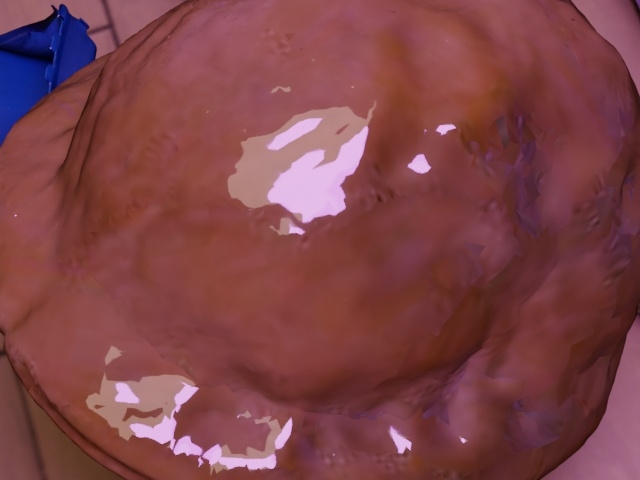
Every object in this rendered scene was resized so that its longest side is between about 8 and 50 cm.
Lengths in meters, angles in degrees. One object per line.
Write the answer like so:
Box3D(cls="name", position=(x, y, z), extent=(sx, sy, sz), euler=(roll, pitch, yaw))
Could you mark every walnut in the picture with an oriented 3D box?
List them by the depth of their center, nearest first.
Box3D(cls="walnut", position=(0.013, -0.008, 0.795), extent=(0.383, 0.383, 0.384), euler=(-2, 63, 3))

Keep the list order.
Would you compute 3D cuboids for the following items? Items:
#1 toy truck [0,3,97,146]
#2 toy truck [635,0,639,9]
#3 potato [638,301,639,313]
Box3D(cls="toy truck", position=(-0.192, -0.058, 0.935), extent=(0.126, 0.208, 0.113), euler=(1, 62, 4))
Box3D(cls="toy truck", position=(0.321, -0.179, 1.008), extent=(0.155, 0.124, 0.268), euler=(-18, 61, 3))
Box3D(cls="potato", position=(0.275, 0.030, 0.939), extent=(0.122, 0.061, 0.086), euler=(20, 67, 16))
